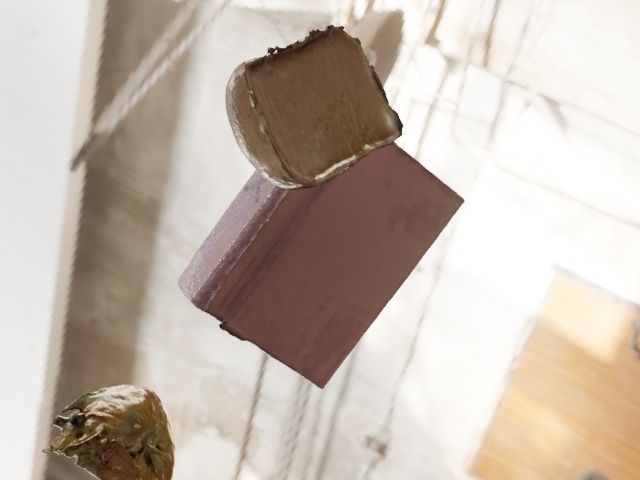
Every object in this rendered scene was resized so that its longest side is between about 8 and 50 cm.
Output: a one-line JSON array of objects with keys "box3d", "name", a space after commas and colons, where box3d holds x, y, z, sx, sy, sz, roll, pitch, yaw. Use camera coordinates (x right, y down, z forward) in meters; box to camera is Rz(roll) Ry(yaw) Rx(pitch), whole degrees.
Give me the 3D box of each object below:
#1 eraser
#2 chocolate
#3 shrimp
[{"box3d": [0.000, 0.000, 1.870, 0.272, 0.122, 0.359, 34, -87, -30], "name": "eraser"}, {"box3d": [-0.020, -0.142, 1.415, 0.083, 0.161, 0.261, -19, 5, 36], "name": "chocolate"}, {"box3d": [-0.186, 0.193, 1.196, 0.051, 0.115, 0.217, -22, -14, 16], "name": "shrimp"}]
